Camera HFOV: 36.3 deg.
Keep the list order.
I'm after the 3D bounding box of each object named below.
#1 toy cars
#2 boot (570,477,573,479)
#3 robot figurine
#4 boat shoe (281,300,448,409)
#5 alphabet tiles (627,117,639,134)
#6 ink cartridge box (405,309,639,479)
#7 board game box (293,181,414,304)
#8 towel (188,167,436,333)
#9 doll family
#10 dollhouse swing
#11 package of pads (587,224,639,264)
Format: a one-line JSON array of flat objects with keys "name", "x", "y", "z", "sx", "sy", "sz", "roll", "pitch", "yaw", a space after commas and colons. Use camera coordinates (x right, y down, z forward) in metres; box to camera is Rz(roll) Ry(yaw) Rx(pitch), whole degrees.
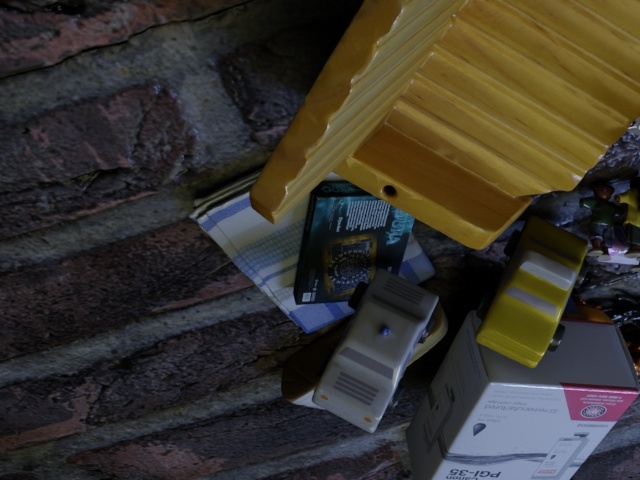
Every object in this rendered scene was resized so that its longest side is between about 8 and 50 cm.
[{"name": "toy cars", "x": 0.162, "y": 0.078, "z": 1.121, "sx": 0.394, "sy": 0.176, "sz": 0.087, "roll": -19, "pitch": 157, "yaw": -15}, {"name": "boot", "x": 0.241, "y": 0.475, "z": 1.653, "sx": 0.260, "sy": 0.131, "sz": 0.348, "roll": 14, "pitch": 133, "yaw": -23}, {"name": "robot figurine", "x": 0.355, "y": 0.156, "z": 1.368, "sx": 0.291, "sy": 0.085, "sz": 0.211, "roll": 17, "pitch": 132, "yaw": -25}, {"name": "boat shoe", "x": 0.072, "y": 0.156, "z": 1.321, "sx": 0.277, "sy": 0.098, "sz": 0.096, "roll": -30, "pitch": 134, "yaw": 34}, {"name": "alphabet tiles", "x": 0.461, "y": -0.146, "z": 1.124, "sx": 0.237, "sy": 0.009, "sz": 0.198, "roll": 14, "pitch": 133, "yaw": -22}, {"name": "ink cartridge box", "x": 0.255, "y": 0.228, "z": 1.283, "sx": 0.207, "sy": 0.117, "sz": 0.283, "roll": 5, "pitch": 136, "yaw": -13}, {"name": "board game box", "x": 0.041, "y": 0.006, "z": 1.158, "sx": 0.126, "sy": 0.026, "sz": 0.186, "roll": -2, "pitch": 137, "yaw": -14}, {"name": "towel", "x": 0.000, "y": 0.000, "z": 1.187, "sx": 0.209, "sy": 0.034, "sz": 0.285, "roll": -25, "pitch": 136, "yaw": 14}, {"name": "doll family", "x": 0.405, "y": -0.022, "z": 1.186, "sx": 0.193, "sy": 0.111, "sz": 0.076, "roll": 18, "pitch": 160, "yaw": -29}, {"name": "dollhouse swing", "x": 0.155, "y": -0.119, "z": 0.862, "sx": 0.315, "sy": 0.305, "sz": 0.346, "roll": 29, "pitch": 128, "yaw": -8}, {"name": "package of pads", "x": 0.386, "y": 0.005, "z": 1.239, "sx": 0.083, "sy": 0.050, "sz": 0.032, "roll": 6, "pitch": 135, "yaw": -14}]
